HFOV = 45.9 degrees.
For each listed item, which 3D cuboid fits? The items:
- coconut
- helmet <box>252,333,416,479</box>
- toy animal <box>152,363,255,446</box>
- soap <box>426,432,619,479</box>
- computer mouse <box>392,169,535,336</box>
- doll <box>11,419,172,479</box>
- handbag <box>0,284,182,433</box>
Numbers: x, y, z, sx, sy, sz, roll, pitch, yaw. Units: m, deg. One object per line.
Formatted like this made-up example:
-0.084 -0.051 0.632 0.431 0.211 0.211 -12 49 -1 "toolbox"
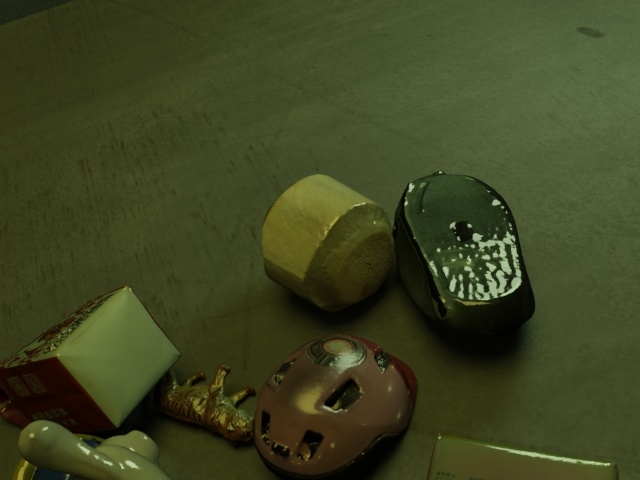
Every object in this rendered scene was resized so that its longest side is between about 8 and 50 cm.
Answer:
0.000 0.000 1.224 0.202 0.202 0.222 -38 49 -24 "coconut"
0.012 0.210 1.032 0.198 0.154 0.253 15 54 31 "helmet"
-0.181 0.232 1.130 0.241 0.056 0.099 11 47 26 "toy animal"
0.214 0.324 0.816 0.200 0.182 0.138 5 44 21 "soap"
0.221 0.027 1.192 0.203 0.114 0.373 -5 38 2 "computer mouse"
-0.239 0.326 0.962 0.311 0.242 0.159 33 36 -8 "doll"
-0.374 0.194 1.157 0.298 0.151 0.171 -19 23 42 "handbag"
